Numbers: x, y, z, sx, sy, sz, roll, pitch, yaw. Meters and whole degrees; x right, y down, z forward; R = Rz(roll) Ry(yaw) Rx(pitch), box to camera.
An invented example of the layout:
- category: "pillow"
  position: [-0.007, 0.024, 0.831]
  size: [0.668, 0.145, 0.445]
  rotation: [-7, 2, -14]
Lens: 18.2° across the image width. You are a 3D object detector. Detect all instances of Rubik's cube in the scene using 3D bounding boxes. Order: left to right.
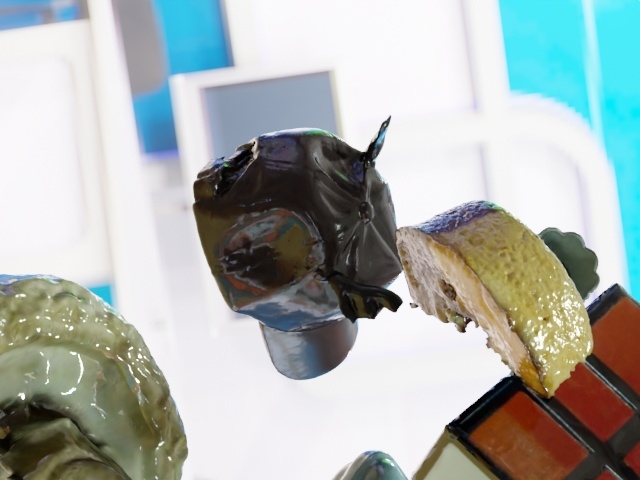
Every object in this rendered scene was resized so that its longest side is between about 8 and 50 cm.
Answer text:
- category: "Rubik's cube"
  position: [0.237, 0.266, 1.790]
  size: [0.293, 0.283, 0.288]
  rotation: [44, -42, 16]

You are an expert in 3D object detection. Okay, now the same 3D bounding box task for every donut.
- category: "donut"
  position: [0.149, 0.033, 1.706]
  size: [0.217, 0.085, 0.141]
  rotation: [40, -22, 49]

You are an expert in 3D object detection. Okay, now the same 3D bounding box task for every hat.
- category: "hat"
  position: [0.029, 0.013, 2.133]
  size: [0.336, 0.209, 0.238]
  rotation: [58, 41, -44]

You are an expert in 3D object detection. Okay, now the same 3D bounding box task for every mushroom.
- category: "mushroom"
  position: [-0.188, 0.144, 1.303]
  size: [0.164, 0.189, 0.267]
  rotation: [-36, 102, -43]

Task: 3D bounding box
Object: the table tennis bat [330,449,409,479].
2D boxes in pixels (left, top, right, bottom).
- category: "table tennis bat"
  position: [0.076, 0.175, 0.841]
  size: [0.149, 0.038, 0.237]
  rotation: [-52, 120, -26]

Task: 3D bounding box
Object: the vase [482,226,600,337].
- category: "vase"
  position: [0.204, 0.051, 1.931]
  size: [0.149, 0.081, 0.081]
  rotation: [128, -41, -61]
